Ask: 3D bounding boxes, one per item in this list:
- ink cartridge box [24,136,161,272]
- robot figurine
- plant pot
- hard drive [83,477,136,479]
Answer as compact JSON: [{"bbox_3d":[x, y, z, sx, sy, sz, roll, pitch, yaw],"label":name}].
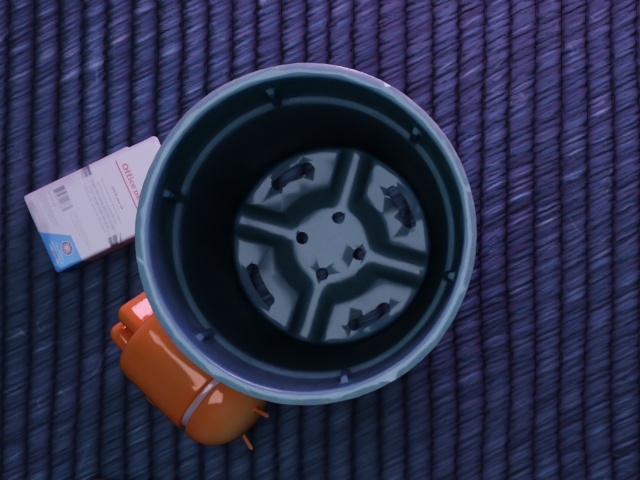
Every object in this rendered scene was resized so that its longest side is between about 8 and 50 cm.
[{"bbox_3d":[-0.256,-0.043,1.708,0.180,0.060,0.104,-25,85,4],"label":"ink cartridge box"},{"bbox_3d":[-0.149,0.154,1.653,0.219,0.128,0.158,42,100,14],"label":"robot figurine"},{"bbox_3d":[0.000,0.000,1.548,0.341,0.334,0.341,0,88,6],"label":"plant pot"},{"bbox_3d":[-0.195,0.449,1.694,0.203,0.040,0.307,2,88,5],"label":"hard drive"}]
